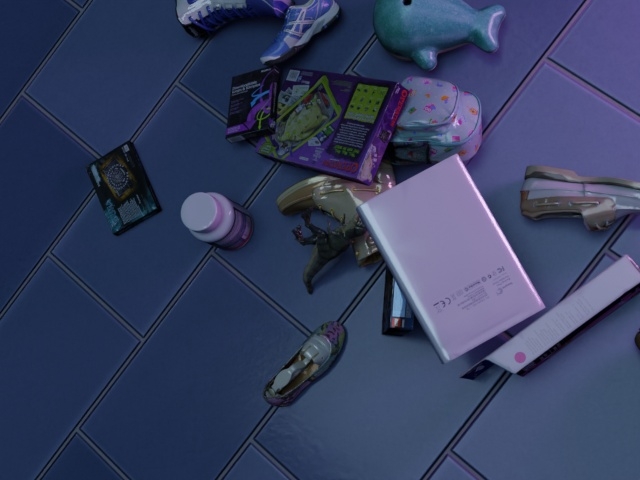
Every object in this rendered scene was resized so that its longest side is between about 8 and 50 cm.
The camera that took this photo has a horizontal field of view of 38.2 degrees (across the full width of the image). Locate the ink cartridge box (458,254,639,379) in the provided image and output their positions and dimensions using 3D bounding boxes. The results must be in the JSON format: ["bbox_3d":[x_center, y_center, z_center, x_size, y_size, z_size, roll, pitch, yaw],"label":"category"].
[{"bbox_3d":[0.432,0.168,1.716,0.371,0.176,0.069,-36,72,8],"label":"ink cartridge box"}]

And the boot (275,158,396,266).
[{"bbox_3d":[0.046,-0.039,1.922,0.262,0.095,0.203,-16,77,11],"label":"boot"}]

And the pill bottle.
[{"bbox_3d":[-0.222,-0.044,1.957,0.108,0.180,0.108,-3,79,17],"label":"pill bottle"}]

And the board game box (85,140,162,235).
[{"bbox_3d":[-0.454,-0.120,2.125,0.126,0.026,0.186,-29,73,11],"label":"board game box"}]

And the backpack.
[{"bbox_3d":[0.234,-0.239,1.865,0.188,0.144,0.166,9,57,10],"label":"backpack"}]

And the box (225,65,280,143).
[{"bbox_3d":[-0.149,-0.300,2.033,0.116,0.029,0.162,-10,62,29],"label":"box"}]

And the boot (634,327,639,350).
[{"bbox_3d":[0.642,0.300,1.670,0.115,0.112,0.305,-35,74,20],"label":"boot"}]

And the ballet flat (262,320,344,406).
[{"bbox_3d":[-0.036,0.255,1.897,0.221,0.079,0.077,-47,70,4],"label":"ballet flat"}]

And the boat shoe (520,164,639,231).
[{"bbox_3d":[0.533,-0.067,1.770,0.302,0.113,0.103,12,85,30],"label":"boat shoe"}]

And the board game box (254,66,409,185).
[{"bbox_3d":[0.015,-0.242,1.909,0.347,0.056,0.208,20,82,48],"label":"board game box"}]

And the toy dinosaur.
[{"bbox_3d":[0.000,0.000,1.870,0.118,0.064,0.268,45,130,6],"label":"toy dinosaur"}]

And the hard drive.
[{"bbox_3d":[0.232,0.031,1.661,0.210,0.040,0.318,-28,84,-7],"label":"hard drive"}]

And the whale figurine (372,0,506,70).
[{"bbox_3d":[0.239,-0.461,1.911,0.272,0.141,0.216,13,84,19],"label":"whale figurine"}]

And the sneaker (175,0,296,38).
[{"bbox_3d":[-0.219,-0.530,2.087,0.315,0.127,0.182,28,93,27],"label":"sneaker"}]

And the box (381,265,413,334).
[{"bbox_3d":[0.151,0.099,1.786,0.044,0.233,0.159,4,81,0],"label":"box"}]

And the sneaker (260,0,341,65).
[{"bbox_3d":[-0.056,-0.466,2.024,0.211,0.080,0.081,-43,113,-3],"label":"sneaker"}]
